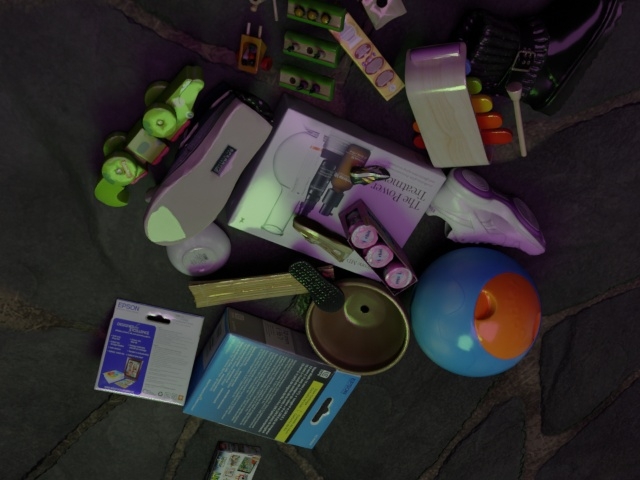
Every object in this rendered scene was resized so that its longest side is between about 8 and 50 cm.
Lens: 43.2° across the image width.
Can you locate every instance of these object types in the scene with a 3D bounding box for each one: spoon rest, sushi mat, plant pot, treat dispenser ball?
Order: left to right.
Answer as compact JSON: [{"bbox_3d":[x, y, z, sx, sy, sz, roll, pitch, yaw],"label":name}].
[{"bbox_3d":[-0.283,-0.025,1.707,0.137,0.084,0.276,-21,134,3],"label":"spoon rest"},{"bbox_3d":[-0.126,0.102,1.784,0.317,0.019,0.151,-7,157,-6],"label":"sushi mat"},{"bbox_3d":[0.093,0.178,1.840,0.238,0.109,0.237,6,115,13],"label":"plant pot"},{"bbox_3d":[0.342,0.158,1.794,0.288,0.288,0.288,-5,120,-8],"label":"treat dispenser ball"}]

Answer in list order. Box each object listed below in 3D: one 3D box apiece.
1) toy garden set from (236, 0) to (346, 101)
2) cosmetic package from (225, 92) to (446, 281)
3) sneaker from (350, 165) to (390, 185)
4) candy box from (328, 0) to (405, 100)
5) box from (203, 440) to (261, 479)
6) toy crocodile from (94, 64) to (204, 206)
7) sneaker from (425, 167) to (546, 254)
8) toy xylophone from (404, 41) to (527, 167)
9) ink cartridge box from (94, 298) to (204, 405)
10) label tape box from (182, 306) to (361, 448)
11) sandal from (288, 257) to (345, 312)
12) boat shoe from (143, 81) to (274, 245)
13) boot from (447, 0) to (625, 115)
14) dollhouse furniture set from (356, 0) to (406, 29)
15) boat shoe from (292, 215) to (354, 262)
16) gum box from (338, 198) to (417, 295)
[{"bbox_3d":[-0.061,-0.390,1.475,0.204,0.049,0.244,21,125,18],"label":"toy garden set"},{"bbox_3d":[0.030,-0.102,1.702,0.377,0.097,0.284,21,116,-21],"label":"cosmetic package"},{"bbox_3d":[0.098,-0.129,1.629,0.083,0.031,0.035,2,131,-7],"label":"sneaker"},{"bbox_3d":[0.080,-0.364,1.553,0.053,0.109,0.187,-40,118,12],"label":"candy box"},{"bbox_3d":[-0.238,0.613,2.088,0.114,0.036,0.206,14,116,-17],"label":"box"},{"bbox_3d":[-0.331,-0.199,1.569,0.105,0.115,0.340,34,111,-30],"label":"toy crocodile"},{"bbox_3d":[0.368,-0.044,1.804,0.305,0.114,0.152,31,123,-20],"label":"sneaker"},{"bbox_3d":[0.285,-0.245,1.584,0.236,0.081,0.322,3,147,16],"label":"toy xylophone"},{"bbox_3d":[-0.385,0.252,1.827,0.206,0.045,0.208,15,82,-18],"label":"ink cartridge box"},{"bbox_3d":[-0.118,0.331,1.909,0.348,0.115,0.249,21,114,-23],"label":"label tape box"},{"bbox_3d":[-0.005,0.089,1.730,0.067,0.040,0.179,-28,126,17],"label":"sandal"},{"bbox_3d":[-0.229,-0.152,1.570,0.127,0.158,0.340,37,98,-34],"label":"boat shoe"},{"bbox_3d":[0.415,-0.420,1.571,0.260,0.131,0.347,16,115,-19],"label":"boot"},{"bbox_3d":[0.140,-0.501,1.474,0.184,0.129,0.129,-29,120,7],"label":"dollhouse furniture set"},{"bbox_3d":[0.000,-0.001,1.670,0.153,0.056,0.048,26,113,-32],"label":"boat shoe"},{"bbox_3d":[0.115,0.011,1.664,0.062,0.107,0.188,-35,121,11],"label":"gum box"}]
